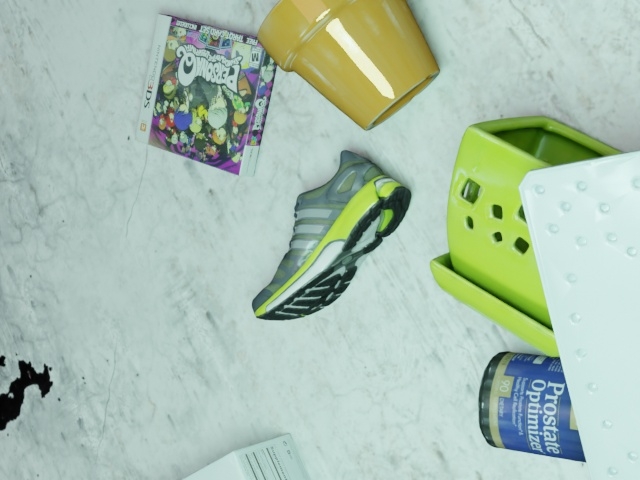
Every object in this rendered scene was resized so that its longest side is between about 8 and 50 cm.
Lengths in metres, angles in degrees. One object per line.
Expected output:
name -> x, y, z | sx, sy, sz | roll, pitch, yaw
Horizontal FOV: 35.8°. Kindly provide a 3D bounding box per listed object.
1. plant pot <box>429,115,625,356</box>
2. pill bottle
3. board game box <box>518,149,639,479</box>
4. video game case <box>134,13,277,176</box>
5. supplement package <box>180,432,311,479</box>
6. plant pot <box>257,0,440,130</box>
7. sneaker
plant pot -> 0.273, -0.005, 1.156 | 0.227, 0.228, 0.207 | 31, 116, 28
pill bottle -> 0.312, 0.204, 1.193 | 0.219, 0.122, 0.123 | 3, 94, 32
board game box -> 0.418, 0.085, 0.929 | 0.389, 0.050, 0.390 | -9, 102, 34
video game case -> -0.181, -0.230, 1.548 | 0.232, 0.041, 0.210 | 21, 105, 31
supplement package -> -0.136, 0.443, 1.488 | 0.261, 0.145, 0.204 | -34, 74, 31
plant pot -> 0.052, -0.257, 1.314 | 0.205, 0.205, 0.188 | -39, 86, 28
sneaker -> 0.000, 0.000, 1.415 | 0.300, 0.111, 0.121 | -47, 58, 20
